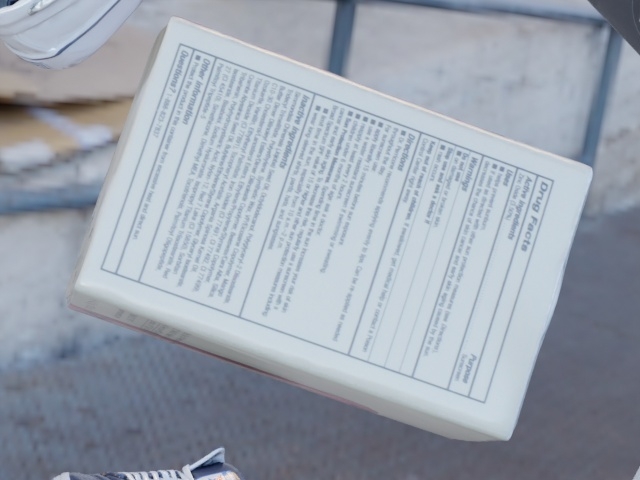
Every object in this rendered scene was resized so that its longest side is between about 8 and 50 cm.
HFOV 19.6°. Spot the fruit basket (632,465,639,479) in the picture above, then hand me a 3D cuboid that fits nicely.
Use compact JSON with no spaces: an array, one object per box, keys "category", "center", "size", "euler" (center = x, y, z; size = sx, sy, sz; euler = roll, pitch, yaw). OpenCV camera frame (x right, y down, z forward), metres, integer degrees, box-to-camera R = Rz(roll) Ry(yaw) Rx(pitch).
[{"category":"fruit basket","center":[0.279,0.182,0.801],"size":[0.327,0.353,0.165],"euler":[30,36,15]}]

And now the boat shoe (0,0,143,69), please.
[{"category":"boat shoe","center":[-0.107,-0.215,1.104],"size":[0.095,0.258,0.084],"euler":[36,0,25]}]

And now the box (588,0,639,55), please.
[{"category":"box","center":[0.330,-0.278,1.455],"size":[0.143,0.270,0.165],"euler":[-1,34,-20]}]

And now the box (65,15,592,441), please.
[{"category":"box","center":[0.000,0.000,0.965],"size":[0.232,0.148,0.127],"euler":[20,-10,-7]}]

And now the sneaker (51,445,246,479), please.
[{"category":"sneaker","center":[-0.167,0.274,1.958],"size":[0.099,0.153,0.282],"euler":[58,4,31]}]
